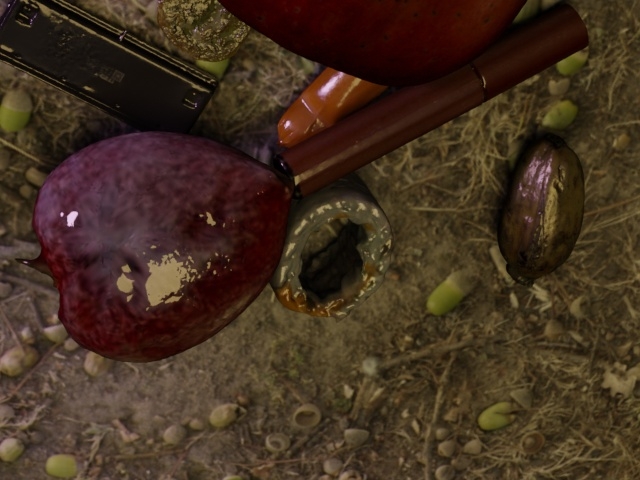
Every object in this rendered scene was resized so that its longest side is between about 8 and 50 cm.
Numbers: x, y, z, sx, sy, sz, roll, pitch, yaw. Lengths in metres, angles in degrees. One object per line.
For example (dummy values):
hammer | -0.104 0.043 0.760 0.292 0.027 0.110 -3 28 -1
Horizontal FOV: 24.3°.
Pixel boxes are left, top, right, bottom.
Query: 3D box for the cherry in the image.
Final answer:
cherry | -0.163 0.001 1.519 0.300 0.203 0.230 -20 80 6

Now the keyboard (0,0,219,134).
keyboard | -0.220 -0.180 1.522 0.230 0.025 0.094 27 111 -23

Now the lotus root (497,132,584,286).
lotus root | 0.249 -0.033 1.662 0.080 0.089 0.179 -14 123 -47

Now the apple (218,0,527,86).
apple | 0.069 -0.332 1.419 0.365 0.295 0.329 -53 145 12

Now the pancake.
pancake | -0.113 -0.234 1.519 0.108 0.017 0.108 -6 119 -12

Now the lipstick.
lipstick | 0.116 -0.145 1.556 0.356 0.057 0.057 -28 120 -6

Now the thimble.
thimble | 0.003 -0.002 1.609 0.127 0.118 0.151 22 109 -24

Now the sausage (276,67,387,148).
sausage | 0.026 -0.159 1.567 0.062 0.054 0.183 46 106 7
